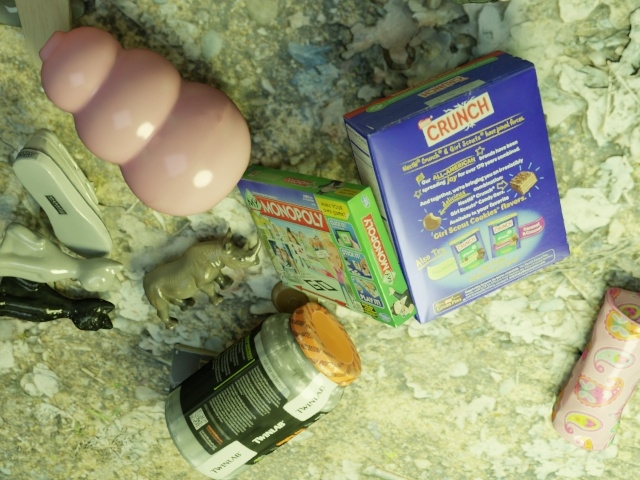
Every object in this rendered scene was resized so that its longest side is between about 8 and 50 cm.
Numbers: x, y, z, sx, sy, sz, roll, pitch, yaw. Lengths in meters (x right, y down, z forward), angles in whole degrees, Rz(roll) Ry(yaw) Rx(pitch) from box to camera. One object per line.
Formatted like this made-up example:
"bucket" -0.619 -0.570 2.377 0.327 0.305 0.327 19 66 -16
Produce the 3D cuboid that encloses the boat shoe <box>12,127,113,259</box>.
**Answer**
"boat shoe" -0.411 -0.072 1.552 0.096 0.088 0.267 -2 140 25

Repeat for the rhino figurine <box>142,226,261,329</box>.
"rhino figurine" -0.199 0.055 1.600 0.243 0.073 0.106 -30 114 21

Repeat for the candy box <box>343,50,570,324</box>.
"candy box" 0.204 -0.079 1.377 0.268 0.122 0.317 -23 118 -12

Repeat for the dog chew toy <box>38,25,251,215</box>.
"dog chew toy" -0.265 -0.184 1.386 0.332 0.206 0.206 38 118 -21

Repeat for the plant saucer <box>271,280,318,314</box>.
"plant saucer" -0.046 0.104 1.636 0.083 0.015 0.083 4 119 7

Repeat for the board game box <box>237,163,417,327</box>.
"board game box" 0.000 0.000 1.435 0.046 0.317 0.213 -35 117 -24

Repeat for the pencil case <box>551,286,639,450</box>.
"pencil case" 0.483 0.213 1.557 0.124 0.124 0.284 16 119 -1

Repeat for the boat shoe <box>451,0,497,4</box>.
"boat shoe" 0.158 -0.465 1.233 0.113 0.127 0.340 -9 122 39

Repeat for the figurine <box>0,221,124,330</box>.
"figurine" -0.448 0.075 1.623 0.209 0.092 0.215 16 141 -10

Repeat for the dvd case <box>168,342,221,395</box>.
"dvd case" -0.173 0.283 1.754 0.221 0.018 0.164 12 119 2

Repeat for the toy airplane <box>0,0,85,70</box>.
"toy airplane" -0.420 -0.443 1.279 0.386 0.272 0.384 -48 141 19

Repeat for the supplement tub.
"supplement tub" -0.096 0.255 1.611 0.316 0.193 0.193 -38 107 18
